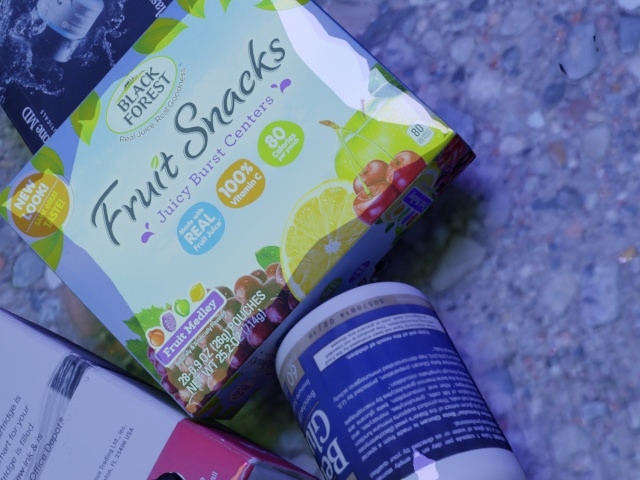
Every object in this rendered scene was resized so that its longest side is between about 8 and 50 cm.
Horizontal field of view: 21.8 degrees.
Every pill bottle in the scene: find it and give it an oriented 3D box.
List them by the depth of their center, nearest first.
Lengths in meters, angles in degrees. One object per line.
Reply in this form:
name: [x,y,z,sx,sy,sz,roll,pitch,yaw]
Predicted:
pill bottle: [0.049,0.113,0.858,0.094,0.094,0.169,-38,56,15]

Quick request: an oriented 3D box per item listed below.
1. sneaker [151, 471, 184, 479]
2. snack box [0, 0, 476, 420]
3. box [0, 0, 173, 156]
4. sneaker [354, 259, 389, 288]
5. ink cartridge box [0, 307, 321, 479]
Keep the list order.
sneaker: [0.001,0.220,0.789,0.293,0.102,0.146,37,86,5]
snack box: [-0.049,-0.033,0.917,0.207,0.070,0.174,-46,73,4]
box: [-0.120,-0.118,1.055,0.158,0.093,0.156,-45,55,11]
sneaker: [0.000,0.000,0.971,0.098,0.038,0.069,38,93,27]
ink cartridge box: [-0.137,0.161,0.953,0.237,0.100,0.172,24,86,35]
